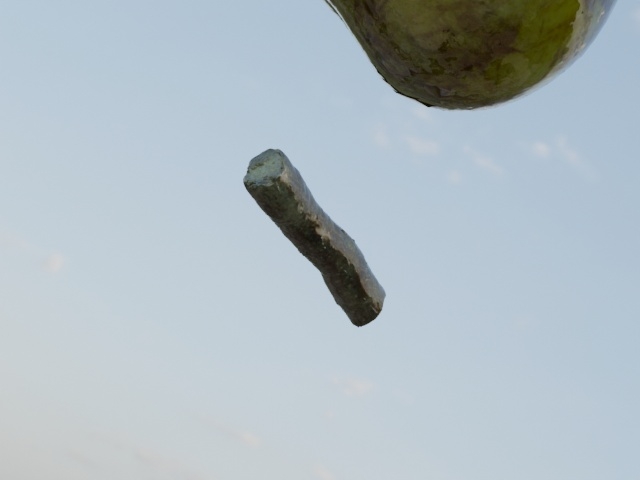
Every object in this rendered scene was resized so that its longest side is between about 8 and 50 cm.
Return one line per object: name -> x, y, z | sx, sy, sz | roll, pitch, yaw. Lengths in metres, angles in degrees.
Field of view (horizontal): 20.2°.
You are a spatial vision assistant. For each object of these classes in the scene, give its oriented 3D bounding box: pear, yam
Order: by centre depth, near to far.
pear -> 0.122, -0.246, 1.427 | 0.283, 0.284, 0.283 | 25, -15, 7
yam -> 0.000, 0.000, 1.961 | 0.061, 0.061, 0.253 | 12, -30, 44
